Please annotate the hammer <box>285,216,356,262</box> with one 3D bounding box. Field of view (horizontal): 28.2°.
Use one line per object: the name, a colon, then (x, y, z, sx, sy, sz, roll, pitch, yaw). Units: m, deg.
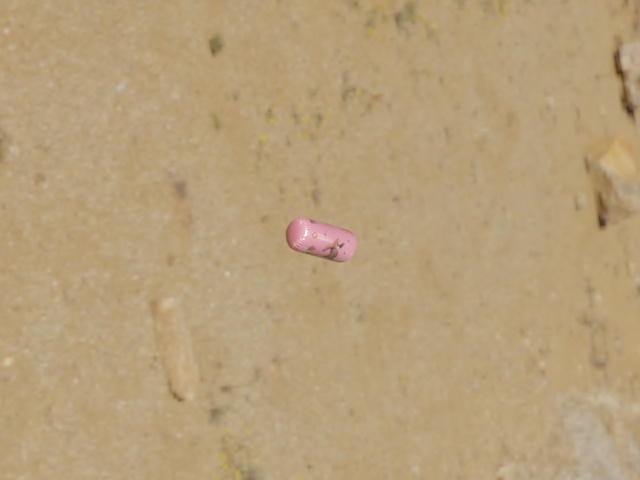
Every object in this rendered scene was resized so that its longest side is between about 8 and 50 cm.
hammer: (0.000, 0.000, 1.381, 0.083, 0.043, 0.043, 14, 66, -37)
